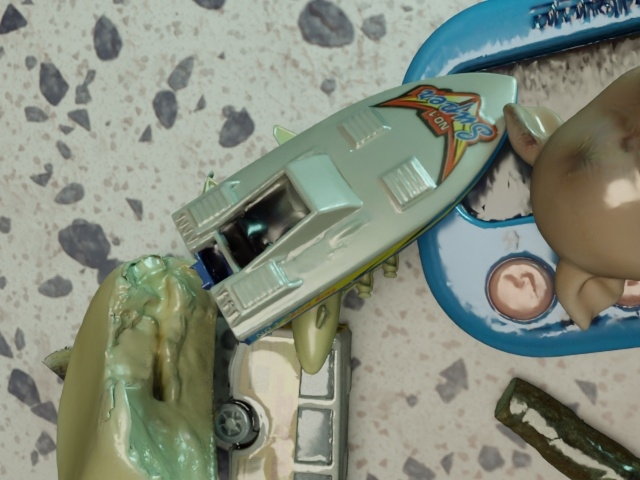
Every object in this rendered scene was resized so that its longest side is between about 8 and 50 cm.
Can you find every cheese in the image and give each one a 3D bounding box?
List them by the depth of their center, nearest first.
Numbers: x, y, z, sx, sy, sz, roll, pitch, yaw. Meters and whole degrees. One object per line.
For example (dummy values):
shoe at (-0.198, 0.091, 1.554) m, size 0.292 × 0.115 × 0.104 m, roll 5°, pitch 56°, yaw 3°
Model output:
cheese at (-0.171, 0.150, 0.609) m, size 0.233 × 0.127 × 0.266 m, roll -54°, pitch 37°, yaw 41°

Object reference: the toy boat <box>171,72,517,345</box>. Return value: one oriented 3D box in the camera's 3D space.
toy boat at (0.030, -0.046, 0.498) m, size 0.295 × 0.088 × 0.129 m, roll -32°, pitch 66°, yaw -1°

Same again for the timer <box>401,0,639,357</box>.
timer at (0.246, -0.067, 0.541) m, size 0.340 × 0.115 × 0.309 m, roll -11°, pitch 89°, yaw 17°

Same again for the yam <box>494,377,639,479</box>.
yam at (0.283, 0.222, 0.569) m, size 0.274 × 0.061 × 0.061 m, roll 34°, pitch 101°, yaw 14°

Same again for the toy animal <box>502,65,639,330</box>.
toy animal at (0.256, -0.053, 0.401) m, size 0.250 × 0.154 × 0.166 m, roll -16°, pitch 68°, yaw 24°

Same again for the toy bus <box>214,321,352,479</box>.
toy bus at (-0.035, 0.252, 0.649) m, size 0.138 × 0.097 × 0.342 m, roll 1°, pitch 91°, yaw 10°

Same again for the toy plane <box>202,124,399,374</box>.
toy plane at (0.000, 0.000, 0.593) m, size 0.229 × 0.092 × 0.244 m, roll 7°, pitch 61°, yaw -7°

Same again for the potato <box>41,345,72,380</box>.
potato at (-0.288, 0.157, 0.750) m, size 0.093 × 0.036 × 0.037 m, roll 17°, pitch 53°, yaw 44°
